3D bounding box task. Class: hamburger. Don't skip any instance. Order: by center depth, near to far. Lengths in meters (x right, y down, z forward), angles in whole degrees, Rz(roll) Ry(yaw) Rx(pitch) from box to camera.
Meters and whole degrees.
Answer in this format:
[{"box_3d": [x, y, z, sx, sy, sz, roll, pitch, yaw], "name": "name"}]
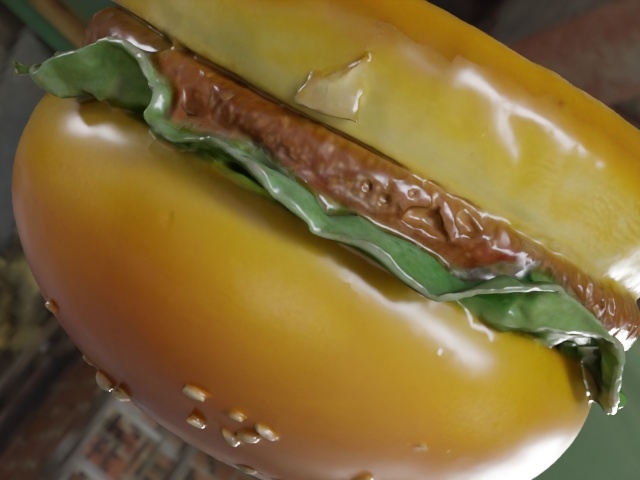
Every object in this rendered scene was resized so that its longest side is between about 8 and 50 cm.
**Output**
[{"box_3d": [-0.001, -0.001, 0.630, 0.246, 0.170, 0.246, 29, 4, -2], "name": "hamburger"}]
